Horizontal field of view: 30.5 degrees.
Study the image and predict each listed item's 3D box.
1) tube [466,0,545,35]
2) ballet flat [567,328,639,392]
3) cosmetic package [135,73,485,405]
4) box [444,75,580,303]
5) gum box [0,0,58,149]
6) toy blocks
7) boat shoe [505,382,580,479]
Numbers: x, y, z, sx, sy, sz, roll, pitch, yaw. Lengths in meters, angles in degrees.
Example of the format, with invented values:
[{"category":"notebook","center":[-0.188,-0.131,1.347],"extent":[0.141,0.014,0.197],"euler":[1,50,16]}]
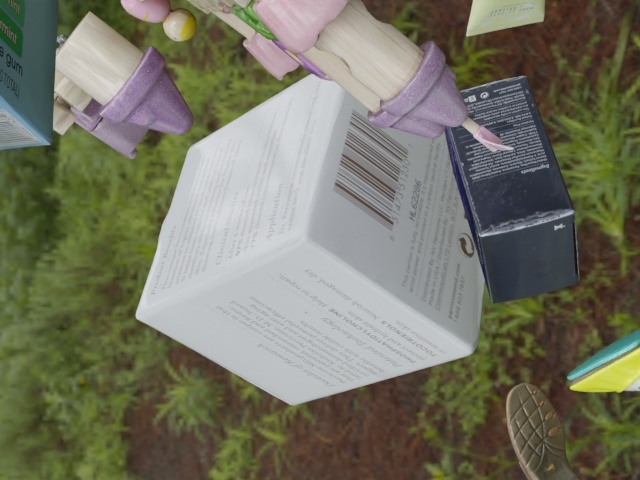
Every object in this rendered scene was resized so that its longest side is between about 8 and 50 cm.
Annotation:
[{"category":"tube","center":[0.195,-0.311,1.130],"extent":[0.070,0.062,0.240],"euler":[12,128,12]},{"category":"ballet flat","center":[0.349,0.106,1.172],"extent":[0.077,0.077,0.231],"euler":[51,121,9]},{"category":"cosmetic package","center":[0.000,0.000,1.724],"extent":[0.393,0.327,0.329],"euler":[-23,43,45]},{"category":"box","center":[0.218,-0.058,1.358],"extent":[0.153,0.108,0.207],"euler":[69,-172,-54]},{"category":"gum box","center":[-0.135,-0.144,0.399],"extent":[0.041,0.157,0.184],"euler":[-5,72,10]},{"category":"toy blocks","center":[-0.022,-0.141,0.843],"extent":[0.309,0.260,0.288],"euler":[-53,18,0]},{"category":"boat shoe","center":[0.263,0.257,1.410],"extent":[0.060,0.064,0.178],"euler":[150,98,-79]}]
